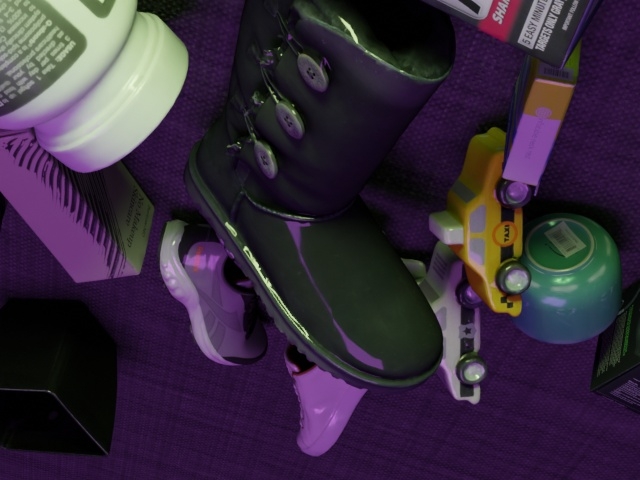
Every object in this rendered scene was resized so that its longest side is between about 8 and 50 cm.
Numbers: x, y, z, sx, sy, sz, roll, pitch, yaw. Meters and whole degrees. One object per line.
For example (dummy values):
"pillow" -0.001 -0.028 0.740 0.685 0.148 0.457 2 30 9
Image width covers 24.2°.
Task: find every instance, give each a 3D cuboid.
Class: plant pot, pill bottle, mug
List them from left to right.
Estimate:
"pill bottle" -0.304 -0.234 1.389 0.210 0.210 0.363 -13 137 38
"plant pot" -0.391 0.186 2.116 0.188 0.167 0.187 1 145 24
"mug" 0.249 0.032 1.624 0.158 0.129 0.097 6 143 16

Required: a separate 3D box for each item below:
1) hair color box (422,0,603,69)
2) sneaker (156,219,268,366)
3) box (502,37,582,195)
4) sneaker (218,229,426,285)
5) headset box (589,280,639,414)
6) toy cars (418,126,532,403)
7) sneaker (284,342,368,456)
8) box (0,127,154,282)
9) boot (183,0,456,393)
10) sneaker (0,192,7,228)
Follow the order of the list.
"hair color box" 0.061 -0.301 1.135 0.374 0.113 0.185 29 149 9
"sneaker" -0.114 0.075 1.887 0.108 0.100 0.271 -3 143 19
"box" 0.208 -0.135 1.405 0.042 0.109 0.178 11 148 1
"sneaker" 0.000 0.000 1.738 0.297 0.111 0.129 30 132 -31
"headset box" 0.483 0.115 1.644 0.246 0.131 0.283 25 147 -12
"toy cars" 0.149 0.038 1.622 0.087 0.176 0.393 -5 149 -10
"sneaker" 0.000 0.183 2.007 0.123 0.106 0.290 23 137 -3
"box" -0.297 -0.073 1.723 0.094 0.113 0.275 -7 143 21
"boot" 0.042 -0.072 1.446 0.367 0.146 0.445 44 146 8
"sneaker" -0.485 -0.058 1.578 0.185 0.202 0.483 -8 172 29
